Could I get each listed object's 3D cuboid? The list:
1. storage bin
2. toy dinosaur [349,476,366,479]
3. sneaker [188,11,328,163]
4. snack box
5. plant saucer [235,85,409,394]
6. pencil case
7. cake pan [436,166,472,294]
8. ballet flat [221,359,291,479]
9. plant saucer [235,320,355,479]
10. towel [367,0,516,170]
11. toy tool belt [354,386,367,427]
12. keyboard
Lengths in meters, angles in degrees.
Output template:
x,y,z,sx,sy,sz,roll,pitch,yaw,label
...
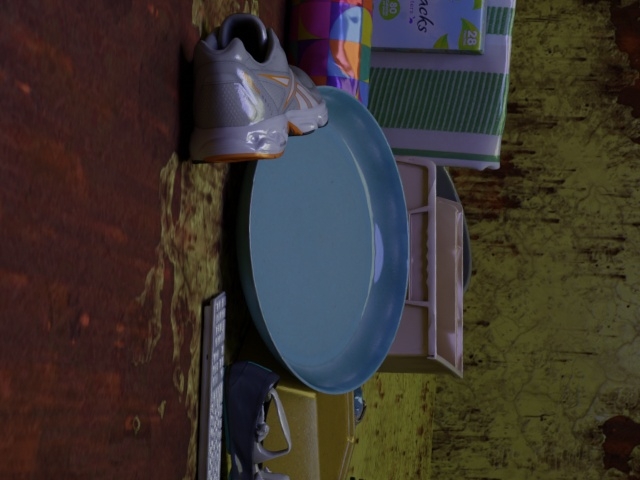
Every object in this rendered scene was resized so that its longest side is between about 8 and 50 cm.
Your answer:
x,y,z,sx,sy,sz,roll,pitch,yaw,label
0.110,0.037,1.982,0.262,0.123,0.261,38,52,-74,storage bin
0.017,0.373,2.063,0.268,0.064,0.118,54,46,-78,toy dinosaur
-0.054,-0.150,1.386,0.262,0.099,0.121,-59,146,-73,sneaker
0.105,-0.323,1.912,0.070,0.207,0.175,-11,103,-80,snack box
0.000,0.000,1.588,0.317,0.043,0.318,7,81,-59,plant saucer
0.009,-0.211,1.716,0.104,0.104,0.236,29,65,-79,pencil case
0.158,-0.041,2.469,0.293,0.054,0.293,45,36,-45,cake pan
-0.063,0.218,1.503,0.074,0.074,0.203,-46,139,-75,ballet flat
-0.018,0.200,1.736,0.333,0.081,0.333,-70,161,-59,plant saucer
0.129,-0.258,1.976,0.038,0.247,0.325,-3,97,-69,towel
0.041,0.225,2.172,0.051,0.052,0.083,95,5,-48,toy tool belt
-0.100,0.178,1.440,0.072,0.014,0.256,-21,114,-79,keyboard
